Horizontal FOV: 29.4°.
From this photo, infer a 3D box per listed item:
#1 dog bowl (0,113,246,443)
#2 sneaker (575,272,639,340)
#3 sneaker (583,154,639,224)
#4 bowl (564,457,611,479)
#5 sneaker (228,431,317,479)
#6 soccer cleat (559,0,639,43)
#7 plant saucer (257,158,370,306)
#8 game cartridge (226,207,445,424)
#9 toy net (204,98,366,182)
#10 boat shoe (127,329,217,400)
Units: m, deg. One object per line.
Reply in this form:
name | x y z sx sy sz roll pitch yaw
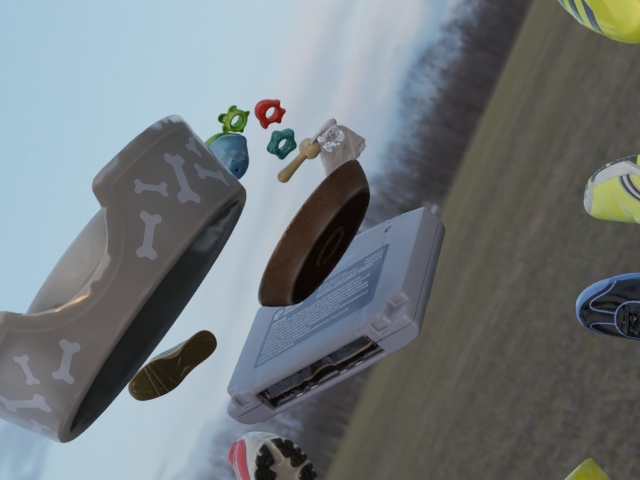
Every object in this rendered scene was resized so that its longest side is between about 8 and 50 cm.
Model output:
dog bowl | -0.198 0.047 1.201 0.349 0.102 0.349 -55 -2 -3
sneaker | 0.427 0.091 1.496 0.090 0.232 0.081 -52 -45 -64
sneaker | 0.540 -0.046 1.755 0.385 0.145 0.147 -3 80 49
bowl | 0.227 0.370 1.185 0.289 0.156 0.289 -43 -20 -19
sneaker | -0.034 0.364 1.558 0.107 0.279 0.118 -27 13 -30
soccer cleat | 0.257 -0.323 1.278 0.093 0.289 0.121 -36 -20 13
plant saucer | 0.000 0.000 1.178 0.168 0.029 0.168 -51 -15 -19
game cartridge | 0.018 0.082 1.394 0.294 0.060 0.196 -32 29 38
toy net | -0.043 -0.132 1.557 0.232 0.045 0.122 -9 -58 -34
boat shoe | -0.225 0.189 1.847 0.153 0.056 0.048 -39 5 -16
